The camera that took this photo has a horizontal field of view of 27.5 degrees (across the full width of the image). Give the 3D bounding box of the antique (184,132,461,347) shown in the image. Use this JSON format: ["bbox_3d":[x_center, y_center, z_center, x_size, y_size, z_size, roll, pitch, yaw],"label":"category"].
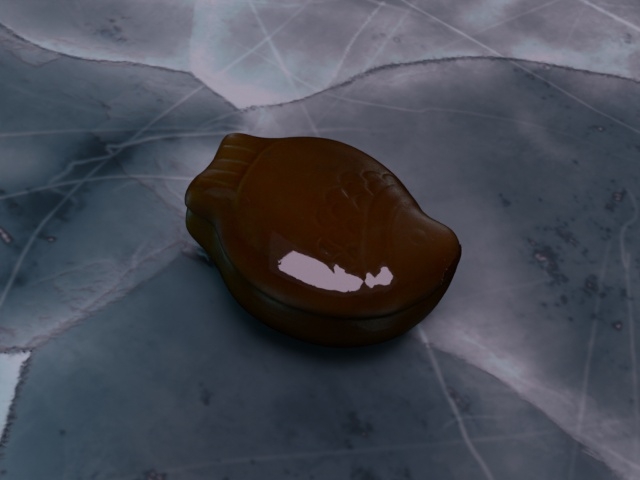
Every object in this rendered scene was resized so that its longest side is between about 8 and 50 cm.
[{"bbox_3d":[0.000,0.000,1.327,0.278,0.129,0.223,20,51,5],"label":"antique"}]
